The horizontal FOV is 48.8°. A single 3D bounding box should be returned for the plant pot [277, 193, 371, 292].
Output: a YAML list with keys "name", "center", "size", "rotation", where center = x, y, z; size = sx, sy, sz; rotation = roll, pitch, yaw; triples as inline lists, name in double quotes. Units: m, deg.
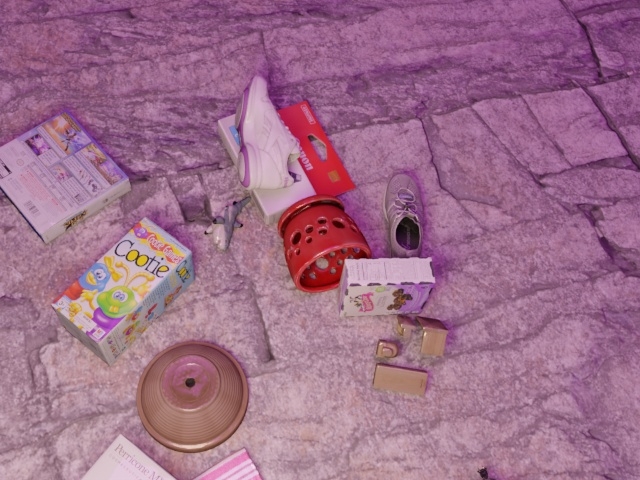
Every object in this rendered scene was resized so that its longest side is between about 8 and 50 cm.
- name: "plant pot"
  center: [0.000, 0.000, 1.623]
  size: [0.191, 0.191, 0.174]
  rotation: [-17, 62, -15]

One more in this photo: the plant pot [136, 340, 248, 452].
- name: "plant pot"
  center: [-0.267, 0.312, 1.469]
  size: [0.237, 0.110, 0.238]
  rotation: [3, 61, -6]

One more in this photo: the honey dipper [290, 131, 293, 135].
- name: "honey dipper"
  center: [-0.130, -0.325, 1.879]
  size: [0.030, 0.030, 0.160]
  rotation: [-40, 76, -24]

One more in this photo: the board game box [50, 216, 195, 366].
- name: "board game box"
  center: [-0.422, 0.110, 1.541]
  size: [0.142, 0.144, 0.275]
  rotation: [36, 63, 13]

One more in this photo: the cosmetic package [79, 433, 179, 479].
- name: "cosmetic package"
  center: [-0.402, 0.577, 1.274]
  size: [0.217, 0.156, 0.385]
  rotation: [32, 67, 13]

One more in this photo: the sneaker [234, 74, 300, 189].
- name: "sneaker"
  center: [-0.129, -0.258, 1.719]
  size: [0.152, 0.114, 0.305]
  rotation: [3, 71, -20]

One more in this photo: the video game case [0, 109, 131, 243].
- name: "video game case"
  center: [-0.640, -0.159, 1.709]
  size: [0.244, 0.061, 0.269]
  rotation: [-38, 72, -22]

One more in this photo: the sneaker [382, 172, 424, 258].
- name: "sneaker"
  center: [0.216, -0.053, 1.717]
  size: [0.105, 0.115, 0.282]
  rotation: [1, 61, -6]

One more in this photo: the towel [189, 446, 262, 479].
- name: "towel"
  center: [-0.167, 0.534, 1.407]
  size: [0.144, 0.029, 0.197]
  rotation: [-27, 67, -17]

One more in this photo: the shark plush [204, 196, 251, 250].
- name: "shark plush"
  center: [-0.220, -0.046, 1.719]
  size: [0.067, 0.073, 0.161]
  rotation: [39, 41, -7]

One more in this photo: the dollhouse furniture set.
- name: "dollhouse furniture set"
  center: [0.197, 0.253, 1.600]
  size: [0.144, 0.123, 0.151]
  rotation: [9, 96, -1]

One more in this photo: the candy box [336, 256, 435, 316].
- name: "candy box"
  center: [0.143, 0.107, 1.594]
  size: [0.196, 0.165, 0.070]
  rotation: [-2, 60, -7]

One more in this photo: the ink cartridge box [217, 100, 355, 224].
- name: "ink cartridge box"
  center: [-0.083, -0.218, 1.789]
  size: [0.261, 0.066, 0.296]
  rotation: [-23, 72, -17]

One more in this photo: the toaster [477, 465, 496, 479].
- name: "toaster"
  center: [0.295, 0.568, 1.383]
  size: [0.146, 0.129, 0.227]
  rotation: [-9, 64, -9]
